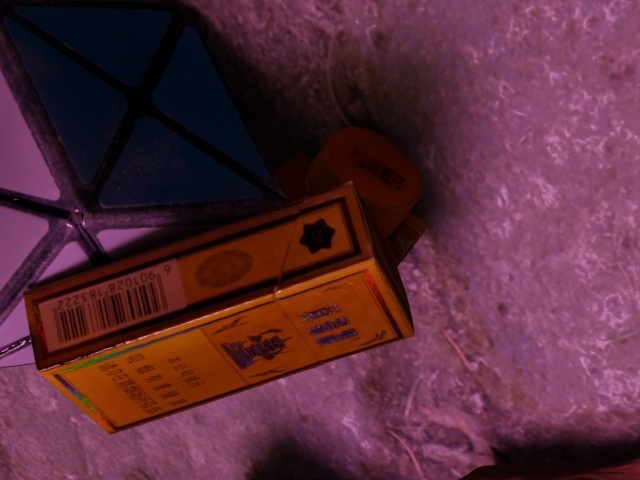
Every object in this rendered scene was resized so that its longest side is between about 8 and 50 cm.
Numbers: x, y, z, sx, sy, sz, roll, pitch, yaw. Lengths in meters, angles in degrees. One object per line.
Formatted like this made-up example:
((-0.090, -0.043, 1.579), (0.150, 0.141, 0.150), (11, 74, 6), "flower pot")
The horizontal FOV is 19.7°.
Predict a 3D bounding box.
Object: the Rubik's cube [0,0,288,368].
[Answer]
((-0.226, -0.053, 1.704), (0.255, 0.260, 0.259), (-49, 62, 39), "Rubik's cube")

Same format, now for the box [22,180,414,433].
((-0.083, 0.064, 1.614), (0.301, 0.084, 0.193), (-18, 156, 6), "box")

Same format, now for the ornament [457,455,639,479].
((0.244, 0.317, 1.804), (0.218, 0.235, 0.221), (-3, 75, 32), "ornament")

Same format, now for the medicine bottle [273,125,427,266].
((0.000, 0.000, 1.771), (0.149, 0.112, 0.222), (35, 129, -1), "medicine bottle")
